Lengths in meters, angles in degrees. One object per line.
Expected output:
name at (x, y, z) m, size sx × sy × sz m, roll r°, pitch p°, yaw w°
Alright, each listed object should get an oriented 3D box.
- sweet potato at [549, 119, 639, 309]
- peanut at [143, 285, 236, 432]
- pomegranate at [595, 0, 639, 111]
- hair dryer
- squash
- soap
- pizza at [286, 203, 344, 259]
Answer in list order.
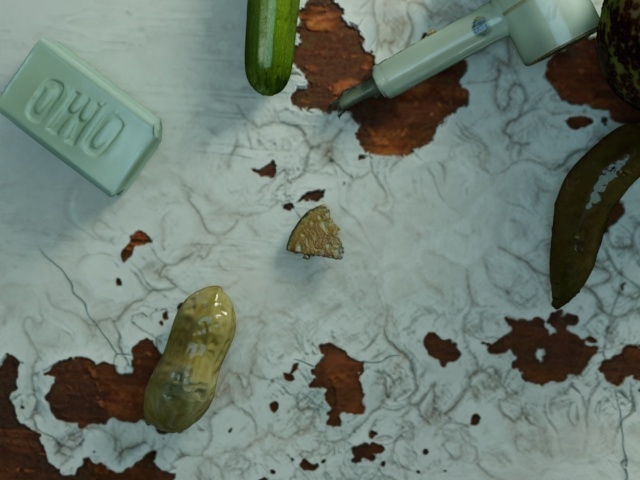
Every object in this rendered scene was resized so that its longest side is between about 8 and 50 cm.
sweet potato at (0.373, -0.075, 1.416) m, size 0.108 × 0.079 × 0.346 m, roll 36°, pitch 97°, yaw -27°
peanut at (-0.170, 0.162, 1.489) m, size 0.099 × 0.099 × 0.214 m, roll 23°, pitch 92°, yaw 3°
pomegranate at (0.435, -0.271, 1.248) m, size 0.285 × 0.340 × 0.285 m, roll -9°, pitch 71°, yaw 27°
hair dryer at (0.157, -0.258, 1.415) m, size 0.357 × 0.107 × 0.173 m, roll -27°, pitch 89°, yaw 14°
squash at (-0.060, -0.306, 1.440) m, size 0.069 × 0.069 × 0.239 m, roll 7°, pitch 96°, yaw 5°
soap at (-0.314, -0.162, 1.480) m, size 0.198 × 0.066 × 0.119 m, roll 37°, pitch 100°, yaw 1°
pizza at (0.000, 0.000, 1.482) m, size 0.078 × 0.025 × 0.083 m, roll 44°, pitch 105°, yaw 5°
